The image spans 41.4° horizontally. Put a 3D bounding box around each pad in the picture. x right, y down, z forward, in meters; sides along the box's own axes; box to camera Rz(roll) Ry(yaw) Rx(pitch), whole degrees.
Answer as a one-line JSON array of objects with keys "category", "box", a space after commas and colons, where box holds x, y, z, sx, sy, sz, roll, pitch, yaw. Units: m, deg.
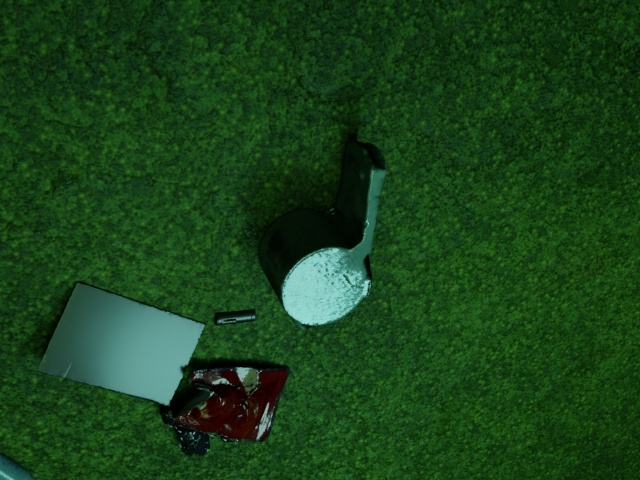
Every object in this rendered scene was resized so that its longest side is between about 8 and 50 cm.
[{"category": "pad", "box": [-0.403, 0.219, 1.745, 0.300, 0.005, 0.202, 22, 95, -32]}]

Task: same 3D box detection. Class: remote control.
[{"category": "remote control", "box": [-0.183, 0.169, 1.828, 0.091, 0.016, 0.034, -5, 117, -20]}]

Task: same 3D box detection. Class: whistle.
[{"category": "whistle", "box": [0.030, 0.000, 1.718, 0.188, 0.168, 0.404, 31, 105, -33]}]

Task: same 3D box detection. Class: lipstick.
[{"category": "lipstick", "box": [-0.639, 0.533, 1.828, 0.061, 0.068, 0.274, -41, 125, -2]}]

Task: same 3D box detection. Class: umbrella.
[{"category": "umbrella", "box": [-0.315, 0.397, 1.882, 0.071, 0.071, 0.248, -27, 127, -6]}]

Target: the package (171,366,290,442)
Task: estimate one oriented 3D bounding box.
[{"category": "package", "box": [-0.196, 0.363, 1.891, 0.270, 0.071, 0.194, 16, 108, -33]}]
